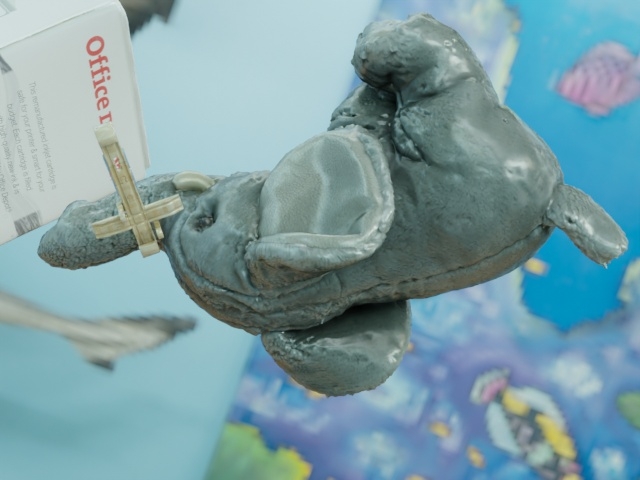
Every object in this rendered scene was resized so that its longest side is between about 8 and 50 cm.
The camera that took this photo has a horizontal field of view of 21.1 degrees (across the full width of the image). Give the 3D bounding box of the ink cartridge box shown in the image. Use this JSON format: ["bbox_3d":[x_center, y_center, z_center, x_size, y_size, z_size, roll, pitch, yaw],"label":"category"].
[{"bbox_3d":[-0.301,-0.097,1.437,0.283,0.207,0.117,-27,50,-21],"label":"ink cartridge box"}]

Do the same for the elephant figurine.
[{"bbox_3d":[0.000,0.000,0.941,0.169,0.239,0.186,57,-17,-16],"label":"elephant figurine"}]

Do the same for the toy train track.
[{"bbox_3d":[-0.098,-0.023,0.876,0.048,0.083,0.014,-20,36,-3],"label":"toy train track"}]
